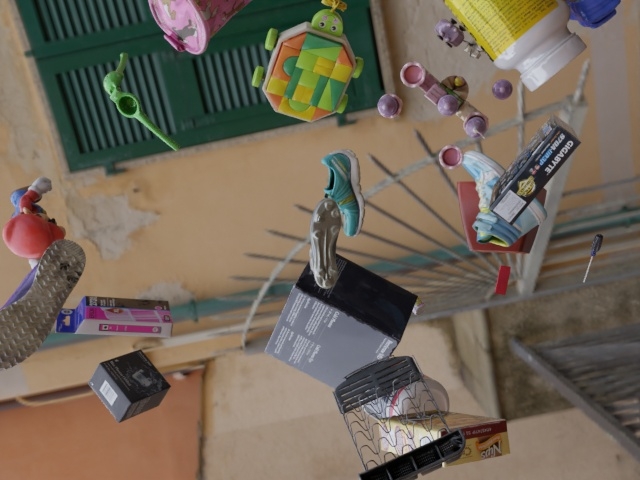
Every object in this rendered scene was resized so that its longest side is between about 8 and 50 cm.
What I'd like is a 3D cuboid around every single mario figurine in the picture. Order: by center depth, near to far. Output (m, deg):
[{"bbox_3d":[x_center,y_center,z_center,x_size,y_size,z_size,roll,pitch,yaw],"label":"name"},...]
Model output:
[{"bbox_3d":[-0.732,-0.038,1.884,0.320,0.170,0.198,39,161,57],"label":"mario figurine"}]

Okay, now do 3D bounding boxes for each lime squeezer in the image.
[{"bbox_3d":[-0.427,-0.319,1.614,0.310,0.059,0.110,57,-165,23],"label":"lime squeezer"}]

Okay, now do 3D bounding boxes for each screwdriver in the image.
[{"bbox_3d":[0.726,0.053,1.915,0.025,0.024,0.170,-60,-22,-51],"label":"screwdriver"}]

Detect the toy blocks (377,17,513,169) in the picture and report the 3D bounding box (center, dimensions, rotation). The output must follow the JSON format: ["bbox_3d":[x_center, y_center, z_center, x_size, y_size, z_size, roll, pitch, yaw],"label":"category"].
[{"bbox_3d":[0.334,-0.380,1.863,0.288,0.309,0.260,40,-161,3],"label":"toy blocks"}]

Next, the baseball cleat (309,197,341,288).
[{"bbox_3d":[0.000,0.000,1.575,0.109,0.072,0.206,-135,47,-67],"label":"baseball cleat"}]

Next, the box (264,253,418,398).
[{"bbox_3d":[0.051,0.237,1.998,0.179,0.312,0.343,-59,-4,-44],"label":"box"}]

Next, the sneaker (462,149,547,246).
[{"bbox_3d":[0.503,-0.115,2.170,0.319,0.208,0.127,46,-179,21],"label":"sneaker"}]

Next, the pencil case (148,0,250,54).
[{"bbox_3d":[-0.167,-0.531,1.406,0.386,0.160,0.167,-49,-46,-28],"label":"pencil case"}]

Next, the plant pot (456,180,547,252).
[{"bbox_3d":[0.631,-0.074,2.492,0.267,0.267,0.236,8,-95,-65],"label":"plant pot"}]

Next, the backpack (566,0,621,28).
[{"bbox_3d":[0.588,-0.511,1.534,0.101,0.098,0.120,48,-170,-15],"label":"backpack"}]

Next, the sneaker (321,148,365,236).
[{"bbox_3d":[0.062,-0.138,2.140,0.107,0.109,0.276,-143,39,-63],"label":"sneaker"}]

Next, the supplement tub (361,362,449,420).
[{"bbox_3d":[0.234,0.466,2.131,0.272,0.191,0.191,19,125,59],"label":"supplement tub"}]

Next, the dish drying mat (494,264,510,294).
[{"bbox_3d":[0.525,0.114,2.059,0.008,0.032,0.083,-111,31,-82],"label":"dish drying mat"}]

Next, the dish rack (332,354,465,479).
[{"bbox_3d":[0.141,0.344,1.399,0.074,0.208,0.272,69,177,-48],"label":"dish rack"}]

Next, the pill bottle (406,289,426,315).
[{"bbox_3d":[0.285,0.190,2.211,0.083,0.043,0.043,47,162,34],"label":"pill bottle"}]

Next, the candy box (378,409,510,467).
[{"bbox_3d":[0.293,0.478,1.752,0.316,0.182,0.088,160,106,-67],"label":"candy box"}]

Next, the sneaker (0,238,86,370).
[{"bbox_3d":[-0.572,0.141,1.415,0.146,0.102,0.293,-30,26,53],"label":"sneaker"}]

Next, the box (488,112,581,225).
[{"bbox_3d":[0.369,-0.129,1.245,0.051,0.175,0.220,37,-159,4],"label":"box"}]

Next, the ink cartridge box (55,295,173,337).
[{"bbox_3d":[-0.689,0.254,2.400,0.176,0.370,0.069,-128,45,-62],"label":"ink cartridge box"}]

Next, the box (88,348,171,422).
[{"bbox_3d":[-0.542,0.410,2.035,0.156,0.093,0.158,45,-153,19],"label":"box"}]

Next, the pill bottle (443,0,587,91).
[{"bbox_3d":[0.397,-0.486,1.503,0.334,0.188,0.188,51,-179,1],"label":"pill bottle"}]

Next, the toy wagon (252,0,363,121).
[{"bbox_3d":[-0.022,-0.481,1.916,0.068,0.267,0.344,-91,21,-47],"label":"toy wagon"}]
